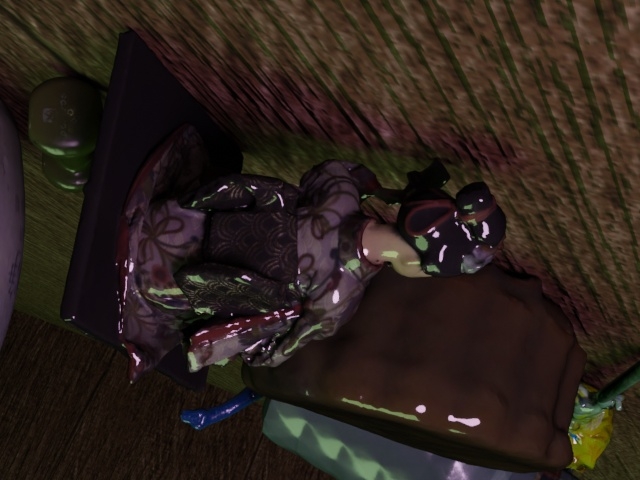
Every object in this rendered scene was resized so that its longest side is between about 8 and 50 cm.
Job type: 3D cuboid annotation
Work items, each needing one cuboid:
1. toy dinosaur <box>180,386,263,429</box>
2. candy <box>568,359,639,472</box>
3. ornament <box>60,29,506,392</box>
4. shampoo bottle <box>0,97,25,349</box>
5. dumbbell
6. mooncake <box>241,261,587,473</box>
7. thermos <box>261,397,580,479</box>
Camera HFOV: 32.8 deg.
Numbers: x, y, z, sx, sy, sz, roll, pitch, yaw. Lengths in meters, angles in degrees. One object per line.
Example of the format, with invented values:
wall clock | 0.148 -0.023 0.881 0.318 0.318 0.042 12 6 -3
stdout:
toy dinosaur | 0.031 0.147 1.116 0.329 0.144 0.076 12 165 -9
candy | 0.210 0.122 0.831 0.077 0.073 0.262 32 162 9
ornament | 0.000 0.000 0.548 0.196 0.166 0.153 1 161 21
shampoo bottle | -0.376 -0.004 0.774 0.322 0.317 0.322 13 173 2
dumbbell | -0.161 -0.066 0.702 0.046 0.052 0.118 -3 172 -10
mooncake | 0.068 0.075 0.736 0.228 0.124 0.228 17 166 4
thermos | 0.104 0.175 0.992 0.286 0.182 0.145 28 134 12
